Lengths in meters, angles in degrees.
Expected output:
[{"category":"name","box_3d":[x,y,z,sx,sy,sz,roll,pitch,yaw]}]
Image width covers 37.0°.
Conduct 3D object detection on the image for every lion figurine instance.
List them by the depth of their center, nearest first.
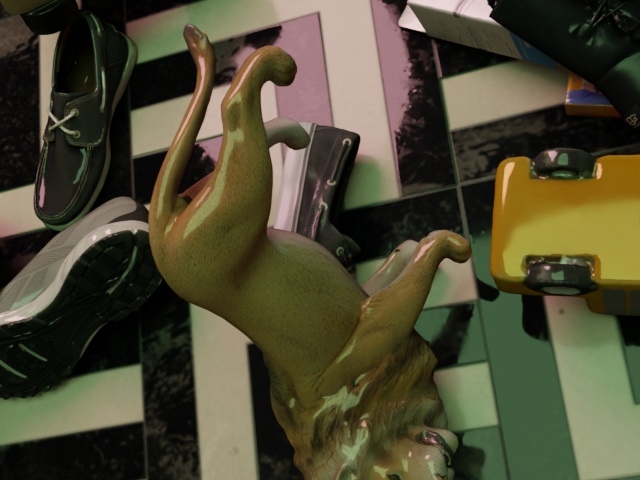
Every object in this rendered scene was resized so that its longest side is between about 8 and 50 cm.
[{"category":"lion figurine","box_3d":[-0.023,0.040,0.756,0.392,0.142,0.240,41,73,-15]}]

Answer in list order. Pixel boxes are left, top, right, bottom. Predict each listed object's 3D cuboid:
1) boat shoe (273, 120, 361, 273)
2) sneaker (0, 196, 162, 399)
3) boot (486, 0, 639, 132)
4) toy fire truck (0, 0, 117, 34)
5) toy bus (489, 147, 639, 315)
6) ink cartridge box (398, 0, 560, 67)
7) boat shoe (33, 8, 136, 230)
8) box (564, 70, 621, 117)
[{"category":"boat shoe","box_3d":[0.000,0.000,0.874,0.076,0.080,0.228,4,70,9]},{"category":"sneaker","box_3d":[-0.261,0.060,0.944,0.272,0.100,0.108,-37,34,11]},{"category":"boot","box_3d":[0.277,-0.216,0.769,0.207,0.094,0.246,42,83,0]},{"category":"toy fire truck","box_3d":[-0.264,-0.349,1.019,0.217,0.158,0.246,-29,54,-5]},{"category":"toy bus","box_3d":[0.305,-0.001,0.731,0.333,0.130,0.108,1,74,20]},{"category":"ink cartridge box","box_3d":[0.155,-0.236,0.884,0.180,0.060,0.104,23,82,33]},{"category":"boat shoe","box_3d":[-0.263,-0.127,1.003,0.084,0.079,0.233,7,77,20]},{"category":"box","box_3d":[0.289,-0.148,0.840,0.136,0.028,0.081,5,74,23]}]
